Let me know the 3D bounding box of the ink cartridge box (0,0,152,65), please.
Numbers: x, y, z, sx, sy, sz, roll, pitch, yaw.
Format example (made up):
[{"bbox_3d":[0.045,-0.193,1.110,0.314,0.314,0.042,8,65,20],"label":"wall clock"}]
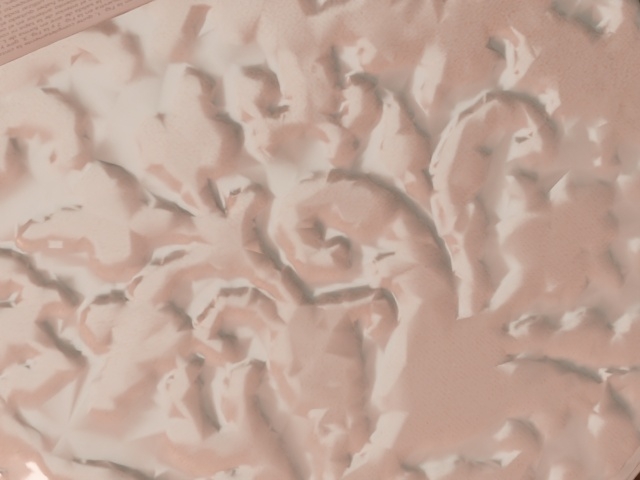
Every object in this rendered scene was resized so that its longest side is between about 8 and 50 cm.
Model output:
[{"bbox_3d":[-0.057,-0.239,0.653,0.309,0.130,0.272,-24,71,-10],"label":"ink cartridge box"}]

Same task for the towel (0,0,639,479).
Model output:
[{"bbox_3d":[0.000,0.000,0.768,0.332,0.053,0.317,42,86,-16],"label":"towel"}]
